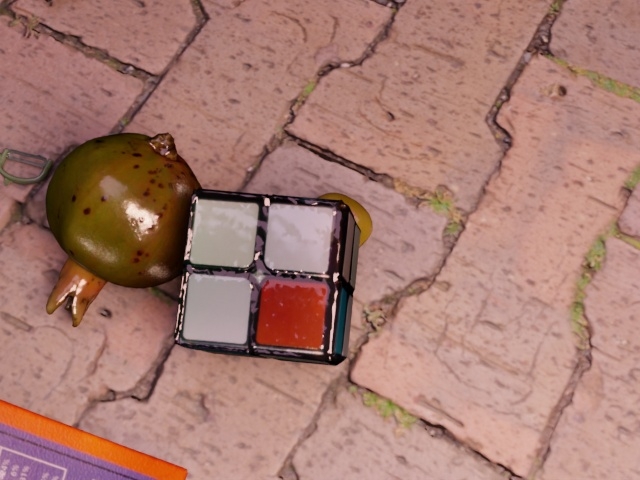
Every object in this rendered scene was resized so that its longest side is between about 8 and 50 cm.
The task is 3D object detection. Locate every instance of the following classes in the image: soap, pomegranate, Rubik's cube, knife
[{"bbox_3d":[0.000,0.001,1.412,0.089,0.045,0.140,39,71,19],"label":"soap"},{"bbox_3d":[-0.245,-0.014,1.355,0.198,0.198,0.246,25,67,18],"label":"pomegranate"},{"bbox_3d":[-0.054,0.046,1.288,0.184,0.167,0.180,7,83,9],"label":"Rubik's cube"},{"bbox_3d":[-0.468,-0.109,1.530,0.212,0.015,0.054,14,68,11],"label":"knife"}]

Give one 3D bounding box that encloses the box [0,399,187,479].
[{"bbox_3d":[-0.341,0.334,1.007,0.257,0.319,0.348,29,64,-31],"label":"box"}]
